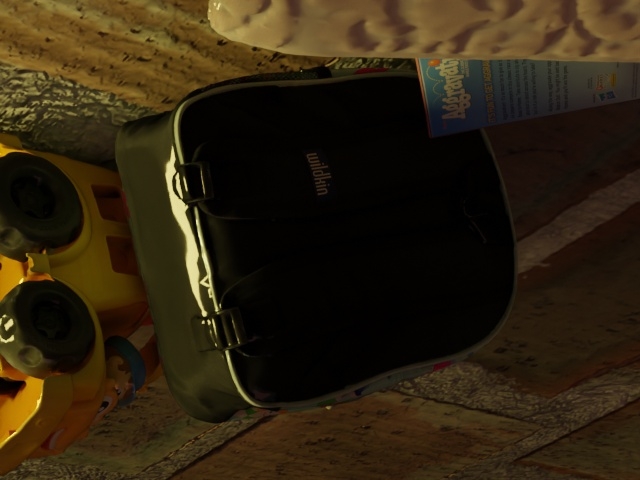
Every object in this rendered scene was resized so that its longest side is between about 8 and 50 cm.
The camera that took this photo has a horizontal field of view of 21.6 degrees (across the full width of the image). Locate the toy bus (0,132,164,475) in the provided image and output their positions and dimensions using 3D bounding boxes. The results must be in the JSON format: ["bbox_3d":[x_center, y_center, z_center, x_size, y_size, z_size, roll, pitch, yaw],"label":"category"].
[{"bbox_3d":[-0.168,0.050,1.195,0.211,0.220,0.149,6,145,-37],"label":"toy bus"}]

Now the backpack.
[{"bbox_3d":[0.000,0.000,1.133,0.253,0.225,0.191,-13,177,-28],"label":"backpack"}]

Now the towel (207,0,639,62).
[{"bbox_3d":[0.127,-0.193,0.796,0.317,0.053,0.332,0,152,-16],"label":"towel"}]

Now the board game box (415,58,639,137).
[{"bbox_3d":[0.120,-0.148,0.973,0.145,0.027,0.281,-11,154,3],"label":"board game box"}]
